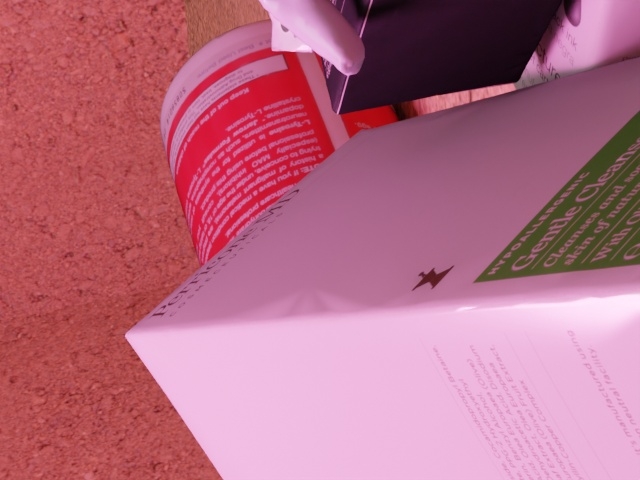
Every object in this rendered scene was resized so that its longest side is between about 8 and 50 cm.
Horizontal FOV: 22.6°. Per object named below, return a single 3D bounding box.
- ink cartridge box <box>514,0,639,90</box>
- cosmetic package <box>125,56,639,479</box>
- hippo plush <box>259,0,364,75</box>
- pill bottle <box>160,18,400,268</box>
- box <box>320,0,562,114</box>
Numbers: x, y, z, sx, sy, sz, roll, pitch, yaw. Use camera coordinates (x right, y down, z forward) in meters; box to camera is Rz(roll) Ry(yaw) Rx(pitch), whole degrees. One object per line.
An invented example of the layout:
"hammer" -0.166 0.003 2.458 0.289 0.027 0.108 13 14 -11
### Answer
"ink cartridge box" 0.149 -0.218 0.743 0.307 0.129 0.223 92 162 -50
"cosmetic package" 0.099 0.035 0.690 0.365 0.197 0.155 -9 119 55
"hippo plush" -0.136 -0.213 0.707 0.234 0.236 0.294 -140 42 -73
"pill bottle" 0.000 0.000 1.477 0.229 0.229 0.408 90 164 -47
"box" 0.047 -0.195 0.672 0.261 0.103 0.184 110 146 -69
